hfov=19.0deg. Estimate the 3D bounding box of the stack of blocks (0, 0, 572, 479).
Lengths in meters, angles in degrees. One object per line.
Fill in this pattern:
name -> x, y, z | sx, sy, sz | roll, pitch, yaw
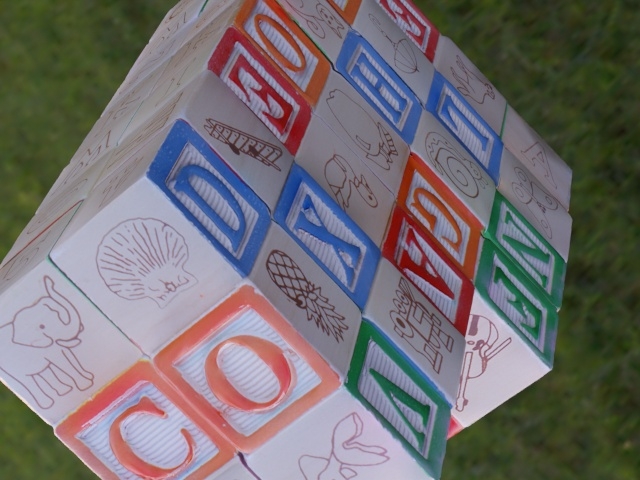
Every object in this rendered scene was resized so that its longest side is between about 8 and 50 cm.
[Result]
stack of blocks -> 0.000, 0.000, 0.696 | 0.087, 0.297, 0.171 | -38, 104, 24
